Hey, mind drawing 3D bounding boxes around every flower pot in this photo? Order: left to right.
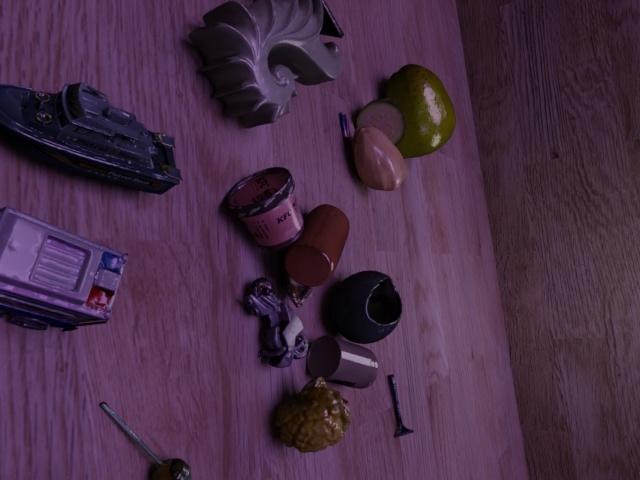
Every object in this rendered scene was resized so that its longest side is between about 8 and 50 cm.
[{"bbox_3d":[-0.107,-0.439,1.062,0.367,0.164,0.254,-46,124,-35],"label":"flower pot"},{"bbox_3d":[0.125,0.181,1.259,0.243,0.157,0.190,-21,91,-60],"label":"flower pot"}]

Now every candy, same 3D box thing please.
[{"bbox_3d":[-0.282,0.331,0.737,0.203,0.061,0.061,57,39,-16],"label":"candy"}]

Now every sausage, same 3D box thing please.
[{"bbox_3d":[0.000,0.000,1.122,0.304,0.121,0.121,-65,134,-64],"label":"sausage"}]

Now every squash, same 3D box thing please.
[{"bbox_3d":[0.206,-0.407,1.560,0.170,0.170,0.123,58,24,-28],"label":"squash"}]

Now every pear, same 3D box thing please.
[{"bbox_3d":[0.381,-0.531,1.773,0.318,0.238,0.343,62,37,-38],"label":"pear"}]

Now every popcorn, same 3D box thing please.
[{"bbox_3d":[-0.013,0.389,1.019,0.142,0.173,0.173,50,41,-11],"label":"popcorn"}]

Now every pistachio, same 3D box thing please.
[{"bbox_3d":[0.181,-0.261,1.475,0.230,0.157,0.157,58,39,-14],"label":"pistachio"}]

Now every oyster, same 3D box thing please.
[{"bbox_3d":[-0.056,0.085,1.116,0.105,0.056,0.177,36,34,-49],"label":"oyster"}]

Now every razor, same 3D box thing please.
[{"bbox_3d":[0.242,0.522,1.461,0.066,0.033,0.190,-11,87,-14],"label":"razor"}]

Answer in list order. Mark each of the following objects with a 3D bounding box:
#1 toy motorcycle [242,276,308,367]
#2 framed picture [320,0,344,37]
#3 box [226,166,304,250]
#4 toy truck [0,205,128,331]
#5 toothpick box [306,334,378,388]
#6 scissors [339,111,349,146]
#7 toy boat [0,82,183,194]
[{"bbox_3d":[-0.104,0.190,1.009,0.216,0.080,0.122,60,36,-18],"label":"toy motorcycle"},{"bbox_3d":[-0.082,-0.675,1.173,0.014,0.255,0.339,-42,127,-2],"label":"framed picture"},{"bbox_3d":[-0.112,-0.065,1.010,0.151,0.151,0.135,-60,138,-44],"label":"box"},{"bbox_3d":[-0.395,0.021,0.557,0.268,0.155,0.125,33,55,-46],"label":"toy truck"},{"bbox_3d":[0.060,0.314,1.178,0.180,0.111,0.111,31,56,-46],"label":"toothpick box"},{"bbox_3d":[0.080,-0.356,1.478,0.039,0.012,0.114,2,80,-55],"label":"scissors"},{"bbox_3d":[-0.351,-0.161,0.704,0.296,0.122,0.114,18,42,-50],"label":"toy boat"}]
